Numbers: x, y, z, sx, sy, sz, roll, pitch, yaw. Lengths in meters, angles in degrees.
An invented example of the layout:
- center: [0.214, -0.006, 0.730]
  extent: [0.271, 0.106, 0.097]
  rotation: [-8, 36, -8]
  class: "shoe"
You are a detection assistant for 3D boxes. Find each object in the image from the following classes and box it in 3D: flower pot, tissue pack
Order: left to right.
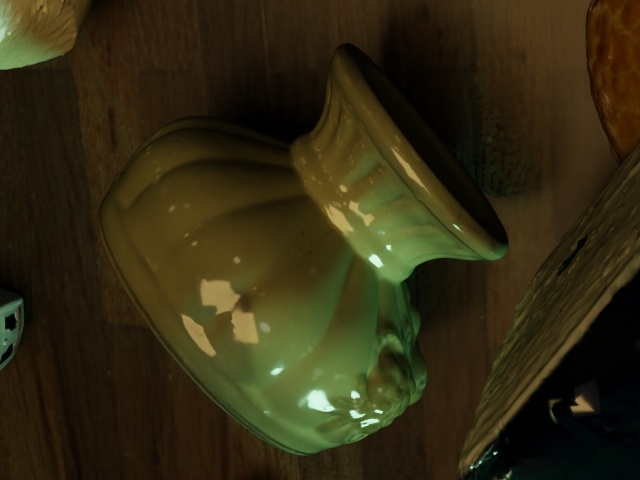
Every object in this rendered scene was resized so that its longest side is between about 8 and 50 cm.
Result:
- center: [0.000, 0.000, 1.402]
  extent: [0.244, 0.307, 0.307]
  rotation: [-40, 93, 13]
  class: "flower pot"
- center: [0.346, 0.132, 1.210]
  extent: [0.416, 0.253, 0.264]
  rotation: [31, 130, -3]
  class: "tissue pack"

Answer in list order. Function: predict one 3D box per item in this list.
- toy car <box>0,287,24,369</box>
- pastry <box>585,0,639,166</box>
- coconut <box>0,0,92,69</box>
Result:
- center: [-0.390, 0.065, 1.659]
  extent: [0.209, 0.108, 0.089]
  rotation: [18, 116, 17]
  class: "toy car"
- center: [0.310, -0.141, 1.299]
  extent: [0.236, 0.170, 0.256]
  rotation: [-1, 104, 18]
  class: "pastry"
- center: [-0.299, -0.251, 1.442]
  extent: [0.245, 0.245, 0.247]
  rotation: [29, 117, 8]
  class: "coconut"
